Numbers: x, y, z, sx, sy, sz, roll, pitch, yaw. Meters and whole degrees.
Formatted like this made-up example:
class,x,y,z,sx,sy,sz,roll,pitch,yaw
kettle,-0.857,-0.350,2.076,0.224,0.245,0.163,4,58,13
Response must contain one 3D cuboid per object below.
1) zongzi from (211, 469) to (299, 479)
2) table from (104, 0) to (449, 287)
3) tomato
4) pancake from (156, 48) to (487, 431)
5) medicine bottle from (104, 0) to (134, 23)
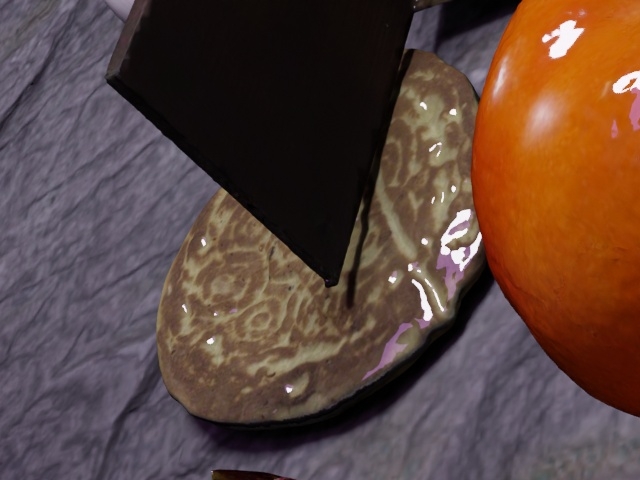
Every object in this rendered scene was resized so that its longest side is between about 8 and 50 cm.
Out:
class,x,y,z,sx,sy,sz,roll,pitch,yaw
zongzi,-0.011,0.139,0.975,0.083,0.073,0.067,37,90,16
table,0.072,-0.160,0.969,0.251,0.196,0.282,-12,47,37
tomato,0.175,-0.020,0.721,0.260,0.260,0.180,-127,44,-55
pancake,0.000,0.000,1.090,0.250,0.031,0.250,-30,40,29
medicine bottle,-0.008,-0.255,1.238,0.341,0.130,0.130,-39,37,21
